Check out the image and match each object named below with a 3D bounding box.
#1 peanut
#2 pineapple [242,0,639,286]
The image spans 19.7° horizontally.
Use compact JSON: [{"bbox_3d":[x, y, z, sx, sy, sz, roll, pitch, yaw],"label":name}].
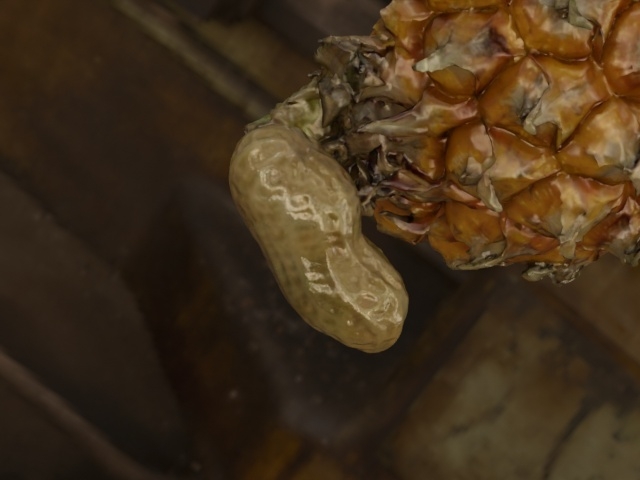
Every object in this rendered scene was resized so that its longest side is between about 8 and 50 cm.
[{"bbox_3d":[0.000,0.000,0.803,0.113,0.054,0.054,59,26,-8],"label":"peanut"},{"bbox_3d":[0.120,-0.040,1.096,0.286,0.344,0.209,-26,63,-27],"label":"pineapple"}]
